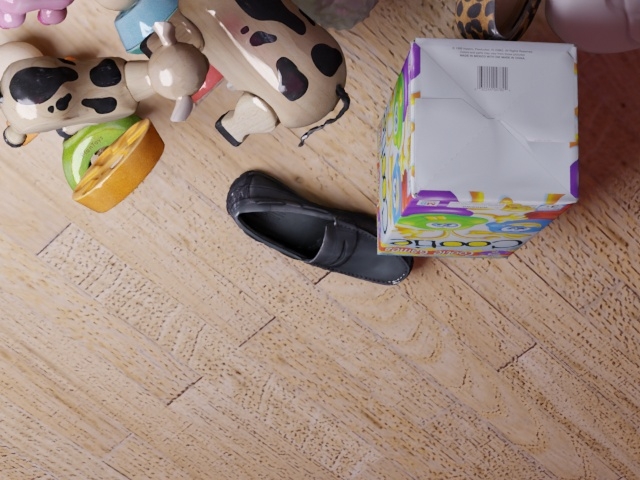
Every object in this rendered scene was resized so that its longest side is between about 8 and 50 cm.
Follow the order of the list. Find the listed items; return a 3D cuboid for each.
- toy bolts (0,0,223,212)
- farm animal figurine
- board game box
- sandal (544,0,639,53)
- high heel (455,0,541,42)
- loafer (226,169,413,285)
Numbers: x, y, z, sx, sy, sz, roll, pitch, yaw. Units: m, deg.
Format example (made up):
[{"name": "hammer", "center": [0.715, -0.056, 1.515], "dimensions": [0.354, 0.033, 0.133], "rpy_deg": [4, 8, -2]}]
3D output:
[{"name": "toy bolts", "center": [-0.203, -0.159, 1.183], "dimensions": [0.228, 0.218, 0.158], "rpy_deg": [-44, 110, 4]}, {"name": "farm animal figurine", "center": [-0.104, -0.190, 1.062], "dimensions": [0.327, 0.330, 0.172], "rpy_deg": [29, 156, -25]}, {"name": "board game box", "center": [0.136, -0.075, 1.181], "dimensions": [0.144, 0.275, 0.142], "rpy_deg": [2, 80, -3]}, {"name": "sandal", "center": [0.373, -0.324, 1.149], "dimensions": [0.416, 0.102, 0.169], "rpy_deg": [-38, 133, 6]}, {"name": "high heel", "center": [0.201, -0.291, 1.102], "dimensions": [0.093, 0.186, 0.261], "rpy_deg": [23, 120, -15]}, {"name": "loafer", "center": [0.000, 0.000, 1.354], "dimensions": [0.223, 0.078, 0.076], "rpy_deg": [24, 120, -17]}]
